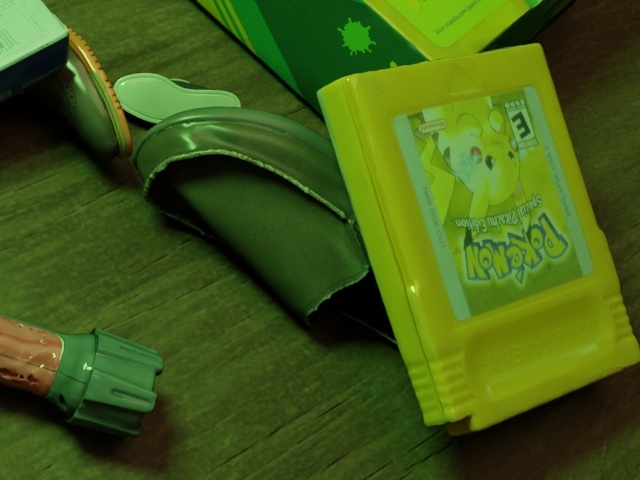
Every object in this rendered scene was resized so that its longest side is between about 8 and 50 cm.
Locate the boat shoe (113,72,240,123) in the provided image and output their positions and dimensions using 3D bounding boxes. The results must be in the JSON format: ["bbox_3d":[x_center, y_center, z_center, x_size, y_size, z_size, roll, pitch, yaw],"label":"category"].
[{"bbox_3d":[-0.139,-0.134,1.579,0.125,0.038,0.046,3,95,-21],"label":"boat shoe"}]

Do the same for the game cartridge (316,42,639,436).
[{"bbox_3d":[0.154,-0.008,1.491,0.285,0.052,0.324,-16,85,-45],"label":"game cartridge"}]

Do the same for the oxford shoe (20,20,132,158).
[{"bbox_3d":[-0.275,-0.162,1.504,0.098,0.097,0.271,-37,73,-22],"label":"oxford shoe"}]

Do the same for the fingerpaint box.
[{"bbox_3d":[0.074,-0.335,1.772,0.371,0.163,0.445,42,46,6],"label":"fingerpaint box"}]

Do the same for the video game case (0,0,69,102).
[{"bbox_3d":[-0.394,-0.188,1.409,0.269,0.061,0.244,-32,73,-24],"label":"video game case"}]

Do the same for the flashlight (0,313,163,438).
[{"bbox_3d":[-0.275,0.079,1.287,0.304,0.103,0.103,19,47,-14],"label":"flashlight"}]

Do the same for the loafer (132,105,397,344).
[{"bbox_3d":[0.000,0.000,1.483,0.366,0.134,0.130,23,49,-13],"label":"loafer"}]
